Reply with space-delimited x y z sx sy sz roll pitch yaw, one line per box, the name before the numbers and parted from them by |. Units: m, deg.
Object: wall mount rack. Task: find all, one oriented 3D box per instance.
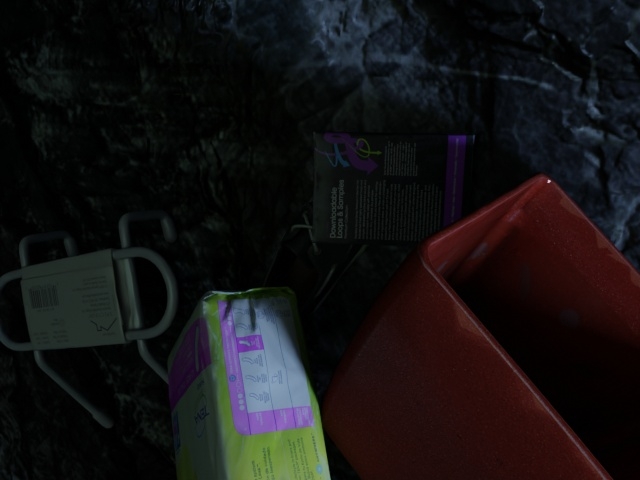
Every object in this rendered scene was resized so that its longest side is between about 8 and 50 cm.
wall mount rack | -0.283 0.124 0.879 0.350 0.130 0.304 -9 91 30

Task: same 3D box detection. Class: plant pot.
plant pot | 0.158 0.137 0.569 0.267 0.267 0.236 51 129 12

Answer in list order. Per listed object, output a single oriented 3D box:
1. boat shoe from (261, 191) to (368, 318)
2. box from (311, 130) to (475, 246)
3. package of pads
boat shoe | 0.000 0.000 0.724 0.084 0.079 0.233 37 113 20
box | 0.072 -0.053 0.665 0.162 0.029 0.116 2 101 1
package of pads | -0.074 0.213 0.625 0.229 0.101 0.297 131 133 -56
